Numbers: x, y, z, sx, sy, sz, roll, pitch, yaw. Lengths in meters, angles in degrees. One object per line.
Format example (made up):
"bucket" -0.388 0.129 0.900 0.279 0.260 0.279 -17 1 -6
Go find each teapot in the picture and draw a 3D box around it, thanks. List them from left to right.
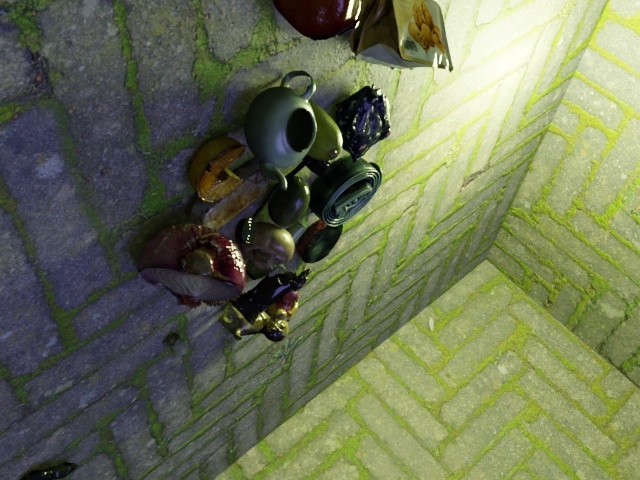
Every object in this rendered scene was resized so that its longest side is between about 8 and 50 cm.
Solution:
"teapot" -0.453 0.320 2.186 0.067 0.057 0.083 -14 146 -2
"teapot" -0.088 -0.269 1.676 0.193 0.129 0.294 26 81 -54

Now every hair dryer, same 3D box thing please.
"hair dryer" -0.112 0.023 2.248 0.229 0.092 0.267 -47 167 20

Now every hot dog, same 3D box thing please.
"hot dog" -0.232 -0.117 1.838 0.253 0.069 0.131 -40 147 -21

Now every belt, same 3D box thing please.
"belt" 0.085 -0.161 2.232 0.267 0.116 0.206 -38 151 -12

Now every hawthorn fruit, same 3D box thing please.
"hawthorn fruit" 0.003 -0.531 1.420 0.189 0.189 0.251 -29 147 -35

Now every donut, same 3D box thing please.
"donut" -0.255 -0.171 1.701 0.146 0.078 0.181 -32 157 -28

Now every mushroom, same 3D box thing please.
"mushroom" -0.160 0.017 2.051 0.166 0.166 0.127 89 16 -59

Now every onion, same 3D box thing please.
"onion" -0.325 0.061 1.816 0.348 0.267 0.159 133 -28 -67

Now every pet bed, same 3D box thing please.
"pet bed" 0.000 0.000 2.428 0.201 0.053 0.201 -38 156 -20

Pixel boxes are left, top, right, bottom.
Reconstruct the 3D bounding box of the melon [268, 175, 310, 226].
"melon" -0.090 -0.117 2.015 0.114 0.114 0.167 -18 142 -48

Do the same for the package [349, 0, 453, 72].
"package" 0.193 -0.532 1.825 0.165 0.221 0.311 -13 178 33

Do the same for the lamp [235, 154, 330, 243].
"lamp" -0.090 -0.131 1.854 0.371 0.108 0.130 -52 144 -40

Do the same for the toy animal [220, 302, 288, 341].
"toy animal" -0.218 0.269 2.361 0.233 0.168 0.121 2 129 -43

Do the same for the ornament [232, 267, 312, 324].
"ornament" -0.152 0.148 2.192 0.260 0.106 0.251 -36 -176 -12

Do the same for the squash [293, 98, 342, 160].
"squash" -0.012 -0.277 1.809 0.123 0.186 0.123 -31 147 -22

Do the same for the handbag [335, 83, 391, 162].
"handbag" 0.126 -0.340 2.024 0.162 0.113 0.260 -36 157 -7

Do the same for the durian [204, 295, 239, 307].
"durian" -0.290 0.118 2.035 0.158 0.137 0.168 -59 173 -27

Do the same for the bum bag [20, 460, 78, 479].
"bum bag" -0.837 0.722 2.185 0.087 0.049 0.198 -27 162 18

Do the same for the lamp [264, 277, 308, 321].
"lamp" -0.129 0.199 2.465 0.118 0.118 0.253 -9 133 -55
